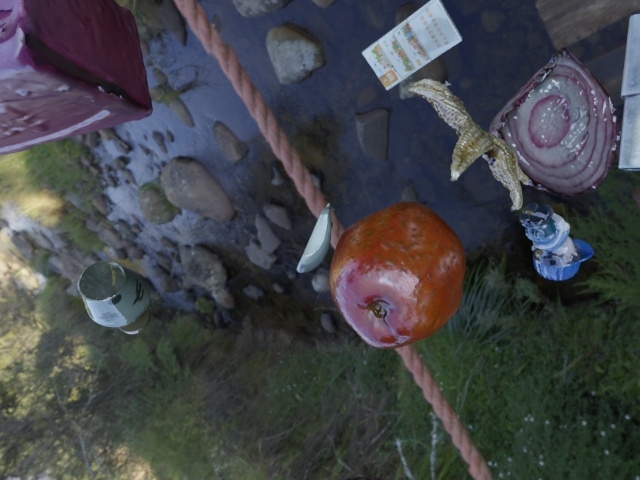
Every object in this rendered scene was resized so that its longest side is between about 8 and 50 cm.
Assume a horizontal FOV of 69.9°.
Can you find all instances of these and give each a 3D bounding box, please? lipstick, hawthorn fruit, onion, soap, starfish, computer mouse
[{"bbox_3d":[0.554,-0.248,0.775,0.077,0.079,0.253,9,97,43],"label":"lipstick"},{"bbox_3d":[0.097,0.046,0.578,0.189,0.189,0.189,29,145,22],"label":"hawthorn fruit"},{"bbox_3d":[0.503,-0.222,1.015,0.280,0.314,0.146,46,163,-13],"label":"onion"},{"bbox_3d":[-0.271,-0.124,0.341,0.249,0.162,0.099,-11,94,10],"label":"soap"},{"bbox_3d":[0.220,-0.139,0.650,0.235,0.277,0.062,39,119,-12],"label":"starfish"},{"bbox_3d":[0.000,0.000,0.660,0.032,0.110,0.056,23,175,-2],"label":"computer mouse"}]

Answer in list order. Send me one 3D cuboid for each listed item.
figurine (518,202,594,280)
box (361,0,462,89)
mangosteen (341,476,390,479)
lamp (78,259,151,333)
[{"bbox_3d":[0.350,0.009,0.698,0.136,0.079,0.077,33,176,-30],"label":"figurine"},{"bbox_3d":[0.227,-0.489,1.152,0.220,0.032,0.122,-27,114,33],"label":"box"},{"bbox_3d":[0.071,0.413,0.498,0.289,0.231,0.231,55,147,-3],"label":"mangosteen"},{"bbox_3d":[-0.392,0.118,0.902,0.121,0.121,0.215,34,155,14],"label":"lamp"}]
